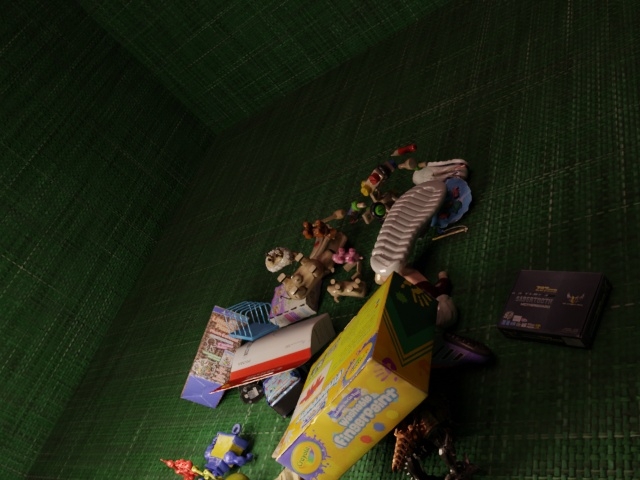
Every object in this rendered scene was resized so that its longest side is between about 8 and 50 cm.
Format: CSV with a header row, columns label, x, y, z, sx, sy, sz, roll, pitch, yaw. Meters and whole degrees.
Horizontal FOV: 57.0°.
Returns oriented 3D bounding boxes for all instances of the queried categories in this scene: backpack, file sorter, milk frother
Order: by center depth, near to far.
label,x,y,z,sx,sy,sz,roll,pitch,yaw
backpack,-0.113,0.464,1.937,0.158,0.117,0.173,-42,27,6
milk frother,-0.228,0.484,2.097,0.143,0.129,0.135,-6,26,-16
file sorter,-0.251,0.281,2.102,0.118,0.104,0.170,-21,10,-35

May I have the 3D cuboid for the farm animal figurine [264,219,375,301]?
label,x,y,z,sx,sy,sz,roll,pitch,yaw
farm animal figurine,0.000,0.112,2.099,0.327,0.172,0.330,-33,65,9

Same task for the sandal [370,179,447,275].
label,x,y,z,sx,sy,sz,roll,pitch,yaw
sandal,0.290,-0.036,1.946,0.169,0.102,0.416,12,55,41

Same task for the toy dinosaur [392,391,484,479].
label,x,y,z,sx,sy,sz,roll,pitch,yaw
toy dinosaur,0.237,0.464,1.369,0.322,0.218,0.164,-16,-11,-38

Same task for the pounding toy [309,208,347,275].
label,x,y,z,sx,sy,sz,roll,pitch,yaw
pounding toy,0.000,0.000,2.287,0.269,0.155,0.154,-63,16,-15

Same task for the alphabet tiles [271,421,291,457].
label,x,y,z,sx,sy,sz,roll,pitch,yaw
alphabet tiles,-0.023,0.547,1.762,0.198,0.009,0.237,-20,23,38

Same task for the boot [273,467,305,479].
label,x,y,z,sx,sy,sz,roll,pitch,yaw
boot,-0.108,0.741,1.606,0.203,0.095,0.262,-40,24,10

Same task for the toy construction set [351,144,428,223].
label,x,y,z,sx,sy,sz,roll,pitch,yaw
toy construction set,0.236,-0.189,2.144,0.237,0.257,0.309,-3,60,63

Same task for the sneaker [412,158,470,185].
label,x,y,z,sx,sy,sz,roll,pitch,yaw
sneaker,0.422,-0.224,2.117,0.235,0.090,0.095,-10,55,48

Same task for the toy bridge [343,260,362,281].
label,x,y,z,sx,sy,sz,roll,pitch,yaw
toy bridge,0.115,0.086,2.187,0.063,0.026,0.188,-43,30,5

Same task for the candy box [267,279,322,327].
label,x,y,z,sx,sy,sz,roll,pitch,yaw
candy box,-0.095,0.225,2.244,0.196,0.070,0.165,-26,35,33

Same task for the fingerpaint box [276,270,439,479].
label,x,y,z,sx,sy,sz,roll,pitch,yaw
fingerpaint box,0.104,0.357,1.514,0.445,0.163,0.371,-54,4,30

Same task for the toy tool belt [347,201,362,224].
label,x,y,z,sx,sy,sz,roll,pitch,yaw
toy tool belt,0.129,-0.111,2.382,0.052,0.051,0.083,-11,45,46

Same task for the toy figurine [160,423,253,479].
label,x,y,z,sx,sy,sz,roll,pitch,yaw
toy figurine,-0.312,0.672,1.874,0.362,0.191,0.217,-15,35,49

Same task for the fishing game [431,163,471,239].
label,x,y,z,sx,sy,sz,roll,pitch,yaw
fishing game,0.420,-0.133,1.992,0.189,0.041,0.264,-15,58,41

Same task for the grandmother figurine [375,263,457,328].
label,x,y,z,sx,sy,sz,roll,pitch,yaw
grandmother figurine,0.305,0.156,1.793,0.208,0.104,0.342,-33,31,-6

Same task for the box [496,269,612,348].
label,x,y,z,sx,sy,sz,roll,pitch,yaw
box,0.577,0.164,1.468,0.233,0.059,0.183,1,53,52

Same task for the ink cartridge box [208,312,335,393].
label,x,y,z,sx,sy,sz,roll,pitch,yaw
ink cartridge box,-0.154,0.356,1.892,0.308,0.091,0.385,-21,-1,21

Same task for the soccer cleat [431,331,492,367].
label,x,y,z,sx,sy,sz,roll,pitch,yaw
soccer cleat,0.323,0.305,1.605,0.318,0.109,0.116,6,81,50

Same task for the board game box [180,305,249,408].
label,x,y,z,sx,sy,sz,roll,pitch,yaw
board game box,-0.394,0.438,2.207,0.232,0.141,0.291,120,168,-50
